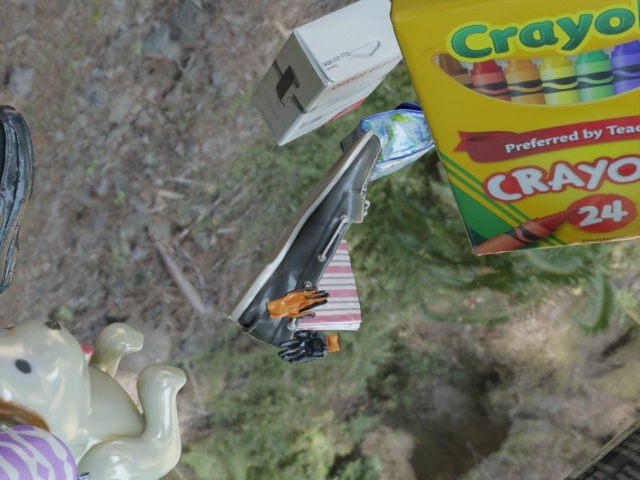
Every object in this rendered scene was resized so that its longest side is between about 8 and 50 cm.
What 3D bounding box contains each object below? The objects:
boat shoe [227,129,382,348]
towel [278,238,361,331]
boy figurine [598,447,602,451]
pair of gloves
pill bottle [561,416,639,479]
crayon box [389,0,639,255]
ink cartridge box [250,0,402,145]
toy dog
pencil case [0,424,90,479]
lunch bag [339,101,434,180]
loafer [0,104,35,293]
[{"bbox_3d":[0.000,0.000,1.290,0.335,0.095,0.112,-54,-171,-7],"label":"boat shoe"},{"bbox_3d":[-0.004,0.086,1.786,0.144,0.197,0.029,0,151,-19],"label":"towel"},{"bbox_3d":[0.290,0.359,0.957,0.092,0.177,0.285,33,-72,66],"label":"boy figurine"},{"bbox_3d":[-0.019,0.095,1.031,0.074,0.083,0.010,-14,-179,-9],"label":"pair of gloves"},{"bbox_3d":[0.270,0.206,0.597,0.363,0.210,0.210,-36,163,-7],"label":"pill bottle"},{"bbox_3d":[0.167,-0.111,0.587,0.318,0.202,0.081,58,32,-51],"label":"crayon box"},{"bbox_3d":[0.016,-0.298,1.614,0.197,0.114,0.273,-30,177,-25],"label":"ink cartridge box"},{"bbox_3d":[-0.354,0.265,1.187,0.395,0.284,0.408,-30,132,-10],"label":"toy dog"},{"bbox_3d":[-0.251,0.190,0.609,0.206,0.086,0.088,-12,114,-65],"label":"pencil case"},{"bbox_3d":[0.123,-0.158,1.447,0.151,0.096,0.129,-14,175,-16],"label":"lunch bag"},{"bbox_3d":[-0.365,-0.038,0.990,0.078,0.076,0.223,-8,120,-49],"label":"loafer"}]
